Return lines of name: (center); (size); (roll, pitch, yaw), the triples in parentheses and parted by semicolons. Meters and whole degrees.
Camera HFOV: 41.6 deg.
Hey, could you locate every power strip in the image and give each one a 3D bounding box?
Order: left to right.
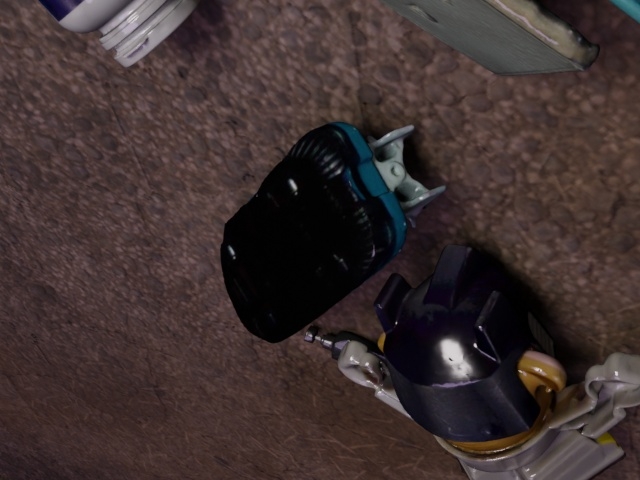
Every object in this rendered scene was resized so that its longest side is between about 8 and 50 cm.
power strip: (0.064, -0.174, 0.494); (0.198, 0.064, 0.213); (34, -173, -7)

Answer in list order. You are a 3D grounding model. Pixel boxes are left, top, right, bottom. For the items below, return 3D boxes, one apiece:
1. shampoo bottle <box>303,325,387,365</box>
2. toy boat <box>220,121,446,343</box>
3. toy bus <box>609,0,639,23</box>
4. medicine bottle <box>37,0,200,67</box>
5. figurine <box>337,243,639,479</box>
shampoo bottle: (0.048, 0.128, 0.932); (0.137, 0.027, 0.048); (21, 140, 11)
toy boat: (0.000, 0.000, 0.768); (0.134, 0.092, 0.299); (65, 150, 9)
toy bus: (0.122, -0.227, 0.400); (0.256, 0.128, 0.147); (36, 144, -5)
medicine bottle: (-0.180, -0.224, 0.609); (0.107, 0.107, 0.191); (-18, 123, 44)
figurine: (0.156, 0.134, 0.780); (0.309, 0.143, 0.308); (3, 138, 2)
